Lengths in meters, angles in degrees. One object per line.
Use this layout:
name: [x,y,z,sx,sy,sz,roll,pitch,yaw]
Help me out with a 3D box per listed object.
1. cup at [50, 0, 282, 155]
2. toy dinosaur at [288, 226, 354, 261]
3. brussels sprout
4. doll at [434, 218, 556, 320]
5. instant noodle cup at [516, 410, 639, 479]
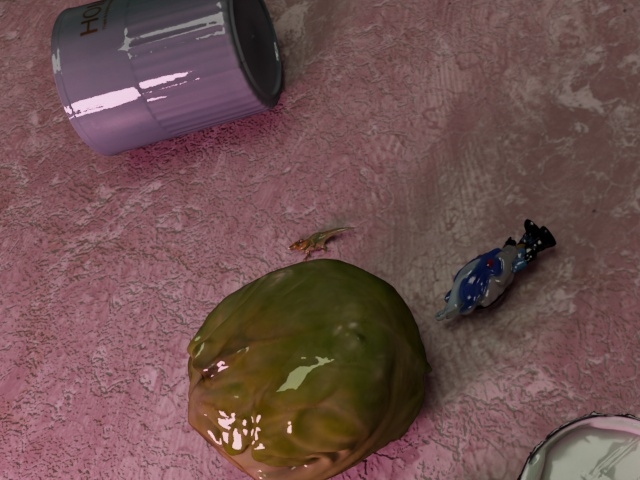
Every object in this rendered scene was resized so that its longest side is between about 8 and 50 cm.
cup: [-0.234,-0.300,2.043,0.311,0.331,0.257,-12,90,18]
toy dinosaur: [-0.001,0.003,1.841,0.113,0.026,0.041,-17,37,27]
brussels sprout: [-0.012,0.175,1.612,0.328,0.247,0.328,-24,35,18]
doll: [0.236,0.049,1.673,0.195,0.070,0.096,-40,21,-4]
instant noodle cup: [0.337,0.300,1.276,0.284,0.312,0.284,-9,70,24]
